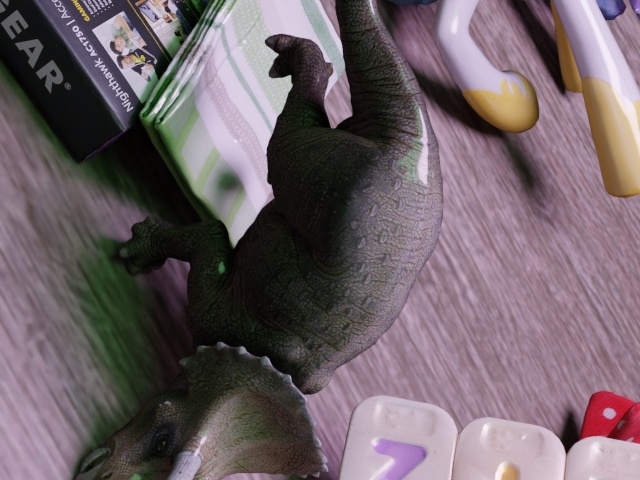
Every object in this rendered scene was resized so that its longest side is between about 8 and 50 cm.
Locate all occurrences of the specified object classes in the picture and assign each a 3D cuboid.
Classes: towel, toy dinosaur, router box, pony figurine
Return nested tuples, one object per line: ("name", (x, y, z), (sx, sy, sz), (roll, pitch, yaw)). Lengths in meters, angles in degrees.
("towel", (-0.035, -0.081, 0.865), (0.152, 0.023, 0.113), (-63, 141, -31))
("toy dinosaur", (0.000, 0.000, 0.770), (0.121, 0.313, 0.160), (28, 12, -44))
("router box", (-0.127, -0.148, 0.844), (0.179, 0.046, 0.133), (55, 41, -7))
("pony figurine", (0.144, -0.260, 1.041), (0.363, 0.303, 0.351), (55, 49, -30))

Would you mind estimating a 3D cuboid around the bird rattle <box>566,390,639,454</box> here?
("bird rattle", (0.242, 0.207, 0.960), (0.253, 0.143, 0.207), (25, 69, -30))

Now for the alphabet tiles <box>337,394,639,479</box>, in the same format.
("alphabet tiles", (0.076, 0.199, 0.745), (0.284, 0.021, 0.278), (11, 53, 4))
